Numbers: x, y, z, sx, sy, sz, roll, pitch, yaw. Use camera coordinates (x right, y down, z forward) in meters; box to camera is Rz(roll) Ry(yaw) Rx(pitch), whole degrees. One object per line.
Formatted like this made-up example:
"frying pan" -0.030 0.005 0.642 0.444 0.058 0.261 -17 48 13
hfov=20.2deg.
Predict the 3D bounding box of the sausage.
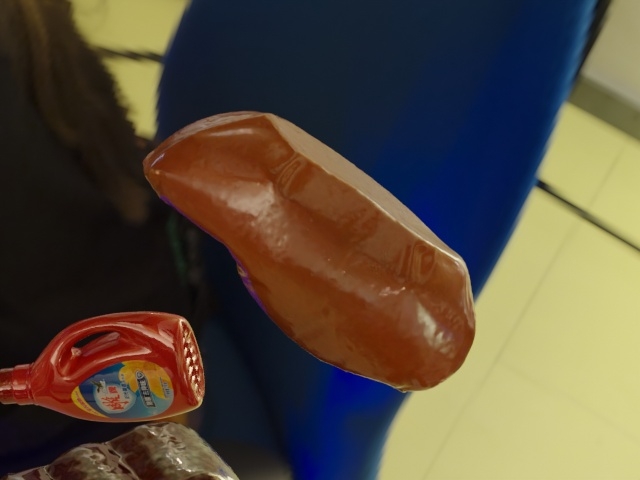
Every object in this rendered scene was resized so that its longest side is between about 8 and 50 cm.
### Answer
"sausage" 0.000 0.000 0.858 0.179 0.089 0.089 39 38 -11

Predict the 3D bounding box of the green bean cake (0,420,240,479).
"green bean cake" -0.136 0.220 0.977 0.232 0.199 0.097 -16 28 -23

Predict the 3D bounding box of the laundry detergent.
"laundry detergent" -0.179 0.102 1.413 0.165 0.097 0.049 -6 29 11
